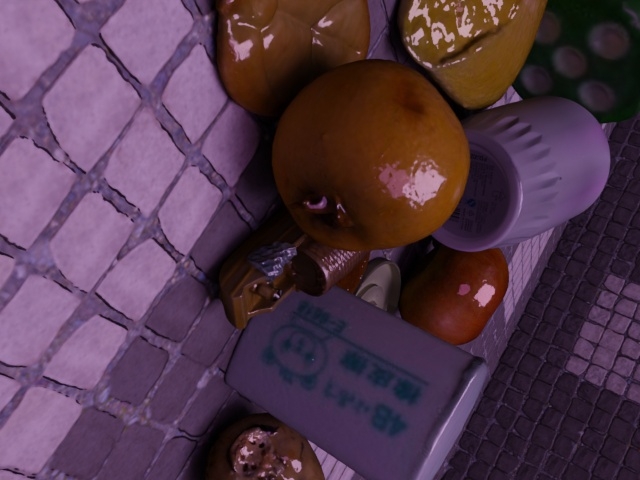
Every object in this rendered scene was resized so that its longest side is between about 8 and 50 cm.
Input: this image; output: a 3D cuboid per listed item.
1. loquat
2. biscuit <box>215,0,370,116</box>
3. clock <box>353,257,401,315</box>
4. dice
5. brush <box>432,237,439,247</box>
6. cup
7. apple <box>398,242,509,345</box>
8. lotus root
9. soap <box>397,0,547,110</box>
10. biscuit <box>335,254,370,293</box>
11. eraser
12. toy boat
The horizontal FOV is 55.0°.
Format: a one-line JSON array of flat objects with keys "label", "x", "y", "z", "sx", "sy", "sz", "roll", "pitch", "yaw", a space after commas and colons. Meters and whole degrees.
[{"label": "loquat", "x": 0.051, "y": -0.084, "z": 0.648, "sx": 0.208, "sy": 0.208, "sz": 0.208, "roll": -41, "pitch": 144, "yaw": -40}, {"label": "biscuit", "x": -0.015, "y": -0.224, "z": 0.643, "sx": 0.260, "sy": 0.041, "sz": 0.203, "roll": -1, "pitch": 112, "yaw": -59}, {"label": "clock", "x": 0.081, "y": 0.144, "z": 1.116, "sx": 0.235, "sy": 0.029, "sz": 0.235, "roll": -41, "pitch": 144, "yaw": -40}, {"label": "dice", "x": 0.553, "y": -0.436, "z": 1.222, "sx": 0.297, "sy": 0.287, "sz": 0.300, "roll": -51, "pitch": 150, "yaw": -27}, {"label": "brush", "x": 0.310, "y": -0.113, "z": 1.326, "sx": 0.299, "sy": 0.039, "sz": 0.042, "roll": -63, "pitch": 156, "yaw": -14}, {"label": "cup", "x": 0.344, "y": -0.119, "z": 1.113, "sx": 0.371, "sy": 0.253, "sz": 0.254, "roll": -22, "pitch": 130, "yaw": -46}, {"label": "apple", "x": 0.268, "y": 0.097, "z": 1.213, "sx": 0.235, "sy": 0.173, "sz": 0.210, "roll": -52, "pitch": 178, "yaw": 28}, {"label": "lotus root", "x": -0.073, "y": 0.355, "z": 0.885, "sx": 0.160, "sy": 0.146, "sz": 0.284, "roll": -33, "pitch": 145, "yaw": -19}, {"label": "soap", "x": 0.269, "y": -0.361, "z": 0.963, "sx": 0.427, "sy": 0.115, "sz": 0.306, "roll": -4, "pitch": 111, "yaw": -60}, {"label": "biscuit", "x": 0.039, "y": 0.020, "z": 0.947, "sx": 0.124, "sy": 0.026, "sz": 0.175, "roll": -43, "pitch": 146, "yaw": -39}, {"label": "eraser", "x": 0.039, "y": 0.171, "z": 0.776, "sx": 0.189, "sy": 0.289, "sz": 0.104, "roll": -62, "pitch": 152, "yaw": -5}, {"label": "toy boat", "x": 0.000, "y": 0.000, "z": 0.764, "sx": 0.310, "sy": 0.115, "sz": 0.090, "roll": -41, "pitch": 146, "yaw": -40}]
